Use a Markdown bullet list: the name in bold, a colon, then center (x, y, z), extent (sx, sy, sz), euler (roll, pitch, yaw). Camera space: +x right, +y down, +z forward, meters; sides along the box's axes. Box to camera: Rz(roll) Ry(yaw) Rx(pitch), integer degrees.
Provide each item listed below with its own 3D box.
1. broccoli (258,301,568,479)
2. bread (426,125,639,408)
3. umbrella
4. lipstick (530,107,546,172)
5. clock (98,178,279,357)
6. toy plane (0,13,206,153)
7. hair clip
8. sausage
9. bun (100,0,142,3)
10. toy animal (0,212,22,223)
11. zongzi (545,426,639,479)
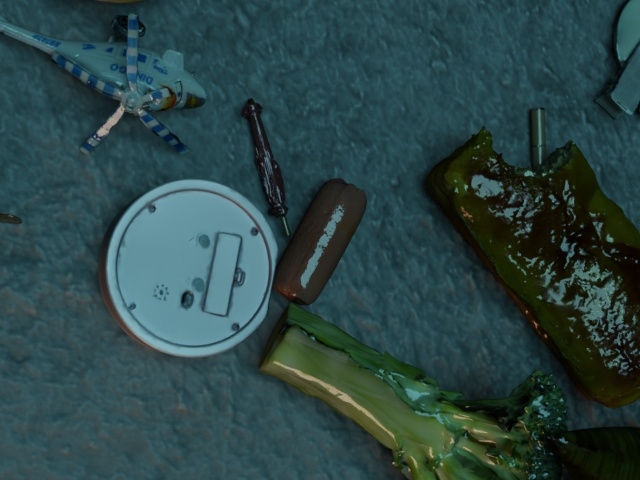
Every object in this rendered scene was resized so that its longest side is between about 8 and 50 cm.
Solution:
- **broccoli**: center (0.094, 0.213, 1.576), extent (0.361, 0.252, 0.221), euler (17, 47, 18)
- **bread**: center (0.299, 0.015, 1.673), extent (0.185, 0.109, 0.380), euler (-40, 101, -9)
- **umbrella**: center (-0.061, -0.084, 1.616), extent (0.027, 0.025, 0.165), euler (-15, 89, 2)
- **lipstick**: center (0.269, -0.116, 1.723), extent (0.019, 0.019, 0.094), euler (0, 88, -17)
- **clock**: center (-0.147, 0.031, 1.561), extent (0.196, 0.068, 0.197), euler (1, 87, -18)
- **toy plane**: center (-0.261, -0.194, 1.541), extent (0.273, 0.107, 0.182), euler (8, 128, 1)
- **hair clip**: center (0.428, -0.242, 1.764), extent (0.140, 0.054, 0.220), euler (40, 74, -7)
- **sausage**: center (0.000, 0.000, 1.611), extent (0.062, 0.062, 0.154), euler (31, 78, -13)
- **bun**: center (-0.221, -0.331, 1.539), extent (0.183, 0.102, 0.183), euler (1, 74, -4)
- **toy animal**: center (-0.425, 0.042, 1.467), extent (0.155, 0.219, 0.095), euler (-5, 109, 19)
- **zongzi**: center (0.358, 0.385, 1.571), extent (0.432, 0.208, 0.403), euler (8, 108, -32)
